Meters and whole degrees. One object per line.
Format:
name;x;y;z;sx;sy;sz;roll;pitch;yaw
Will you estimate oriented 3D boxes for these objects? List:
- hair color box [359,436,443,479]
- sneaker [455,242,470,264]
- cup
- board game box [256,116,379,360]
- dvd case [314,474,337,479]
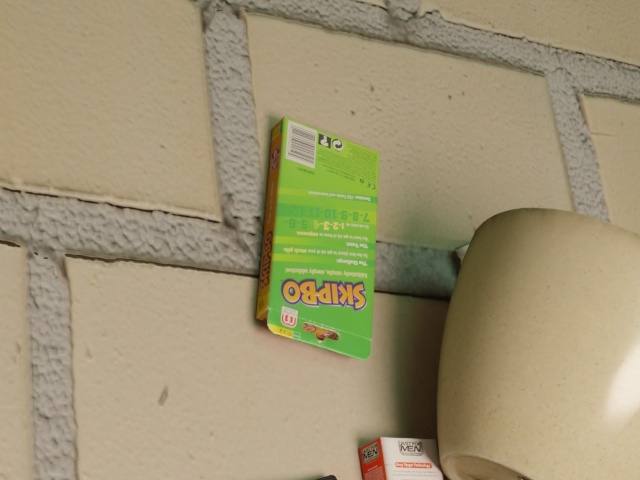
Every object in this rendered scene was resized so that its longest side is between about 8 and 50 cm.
hair color box;0.087;0.269;1.363;0.072;0.043;0.141;8;63;-31
sneaker;0.223;0.027;1.586;0.152;0.053;0.061;-7;79;-30
cup;0.246;0.161;1.376;0.331;0.331;0.237;38;66;-11
board game box;0.000;0.000;1.455;0.124;0.039;0.260;19;54;-24
dvd case;-0.021;0.313;1.221;0.253;0.022;0.180;-4;64;-57
